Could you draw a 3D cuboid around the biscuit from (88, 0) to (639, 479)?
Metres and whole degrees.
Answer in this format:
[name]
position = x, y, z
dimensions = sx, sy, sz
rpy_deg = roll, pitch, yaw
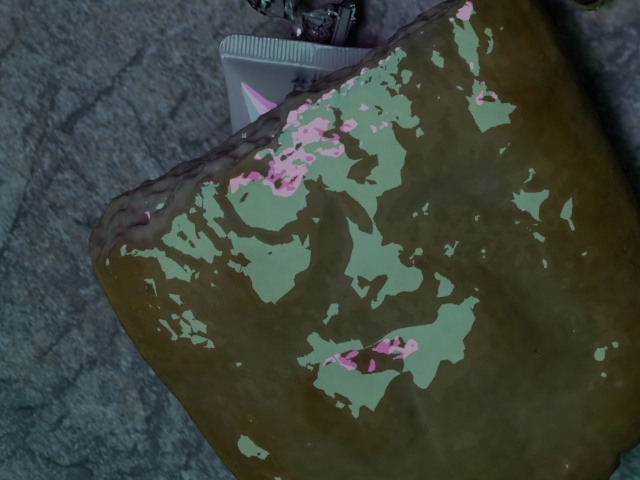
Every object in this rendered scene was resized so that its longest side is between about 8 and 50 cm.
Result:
[biscuit]
position = 0.057, 0.059, 1.281
dimensions = 0.429, 0.104, 0.446
rpy_deg = -24, 102, 16

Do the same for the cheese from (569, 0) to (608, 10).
[cheese]
position = 0.160, -0.244, 1.186
dimensions = 0.162, 0.036, 0.086
rpy_deg = 39, 132, 15

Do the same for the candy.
[candy]
position = -0.053, -0.242, 1.336
dimensions = 0.094, 0.051, 0.226
rpy_deg = -38, 87, 39

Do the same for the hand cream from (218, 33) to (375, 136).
[hand cream]
position = 0.000, 0.000, 1.380
dimensions = 0.186, 0.118, 0.358
rpy_deg = 8, 114, 10
